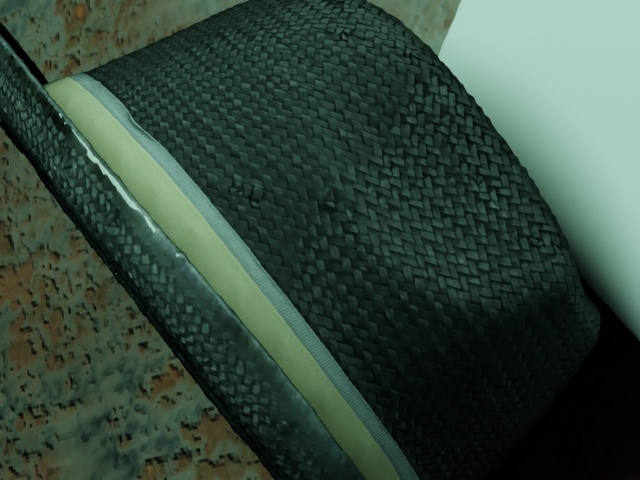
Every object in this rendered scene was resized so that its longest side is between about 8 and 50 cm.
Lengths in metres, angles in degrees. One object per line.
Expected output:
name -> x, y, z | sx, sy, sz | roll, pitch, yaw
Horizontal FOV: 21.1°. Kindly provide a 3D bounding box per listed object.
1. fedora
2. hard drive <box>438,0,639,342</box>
fedora -> 0.000, 0.000, 0.704 | 0.152, 0.334, 0.334 | -38, 52, -6
hard drive -> 0.165, -0.040, 0.632 | 0.307, 0.040, 0.203 | 53, 135, 36
